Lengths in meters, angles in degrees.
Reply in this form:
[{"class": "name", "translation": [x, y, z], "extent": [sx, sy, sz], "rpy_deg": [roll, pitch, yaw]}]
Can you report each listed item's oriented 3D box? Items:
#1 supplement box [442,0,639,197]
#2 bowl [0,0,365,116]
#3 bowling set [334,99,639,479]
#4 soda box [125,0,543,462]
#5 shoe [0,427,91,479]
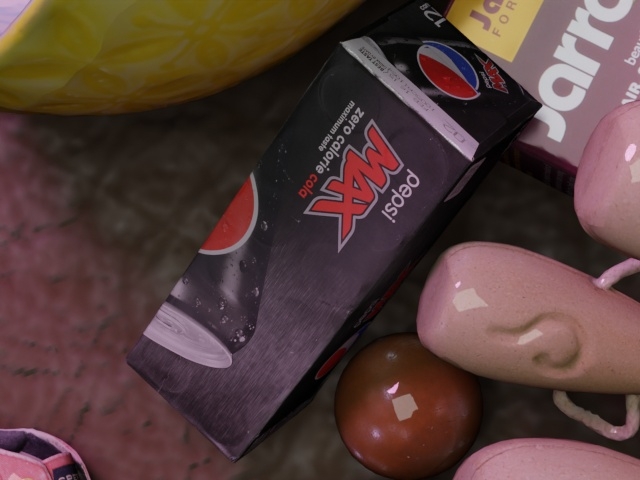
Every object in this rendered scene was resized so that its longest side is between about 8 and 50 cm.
[{"class": "supplement box", "translation": [0.136, -0.051, 0.600], "extent": [0.188, 0.081, 0.104], "rpy_deg": [27, 90, 8]}, {"class": "bowl", "translation": [-0.018, -0.162, 0.567], "extent": [0.156, 0.289, 0.289], "rpy_deg": [17, 89, -29]}, {"class": "bowling set", "translation": [0.098, 0.075, 0.558], "extent": [0.154, 0.200, 0.287], "rpy_deg": [16, 106, -15]}, {"class": "soda box", "translation": [0.000, 0.000, 0.584], "extent": [0.060, 0.053, 0.169], "rpy_deg": [42, 129, 8]}, {"class": "shoe", "translation": [-0.092, 0.120, 0.627], "extent": [0.178, 0.063, 0.081], "rpy_deg": [17, 94, 12]}]
